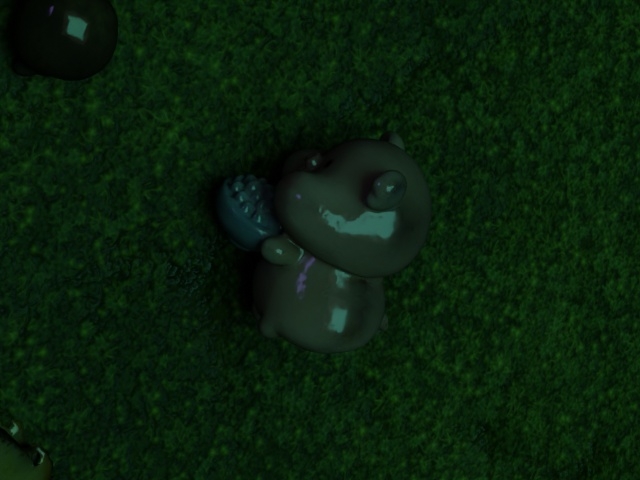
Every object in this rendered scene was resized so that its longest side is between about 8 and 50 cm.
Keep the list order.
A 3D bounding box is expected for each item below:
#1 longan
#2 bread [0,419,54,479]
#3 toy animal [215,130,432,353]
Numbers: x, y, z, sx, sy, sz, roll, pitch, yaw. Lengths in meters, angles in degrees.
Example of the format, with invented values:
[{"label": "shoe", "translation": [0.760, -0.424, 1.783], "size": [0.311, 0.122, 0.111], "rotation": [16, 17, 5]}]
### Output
[{"label": "longan", "translation": [-0.252, -0.199, 1.489], "size": [0.106, 0.106, 0.119], "rotation": [25, 124, -39]}, {"label": "bread", "translation": [-0.389, 0.239, 1.430], "size": [0.262, 0.162, 0.204], "rotation": [-36, 139, -3]}, {"label": "toy animal", "translation": [0.019, 0.010, 1.675], "size": [0.230, 0.210, 0.221], "rotation": [-16, 105, 2]}]
